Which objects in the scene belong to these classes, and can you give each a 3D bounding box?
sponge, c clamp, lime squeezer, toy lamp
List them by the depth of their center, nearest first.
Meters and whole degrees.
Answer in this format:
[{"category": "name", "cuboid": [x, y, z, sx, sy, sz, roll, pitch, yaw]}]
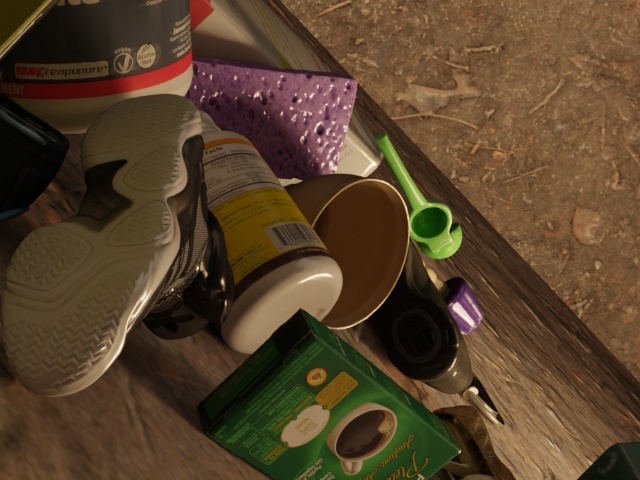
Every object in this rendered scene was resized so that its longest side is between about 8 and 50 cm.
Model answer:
[{"category": "sponge", "cuboid": [-0.065, -0.123, 1.308, 0.210, 0.117, 0.031, 2, 21, -33]}, {"category": "lime squeezer", "cuboid": [0.131, -0.039, 1.524, 0.310, 0.059, 0.109, 39, 42, -69]}, {"category": "c clamp", "cuboid": [0.195, 0.186, 1.726, 0.137, 0.022, 0.160, 46, 9, -38]}, {"category": "toy lamp", "cuboid": [0.130, 0.034, 1.839, 0.275, 0.080, 0.080, 43, 13, -15]}]

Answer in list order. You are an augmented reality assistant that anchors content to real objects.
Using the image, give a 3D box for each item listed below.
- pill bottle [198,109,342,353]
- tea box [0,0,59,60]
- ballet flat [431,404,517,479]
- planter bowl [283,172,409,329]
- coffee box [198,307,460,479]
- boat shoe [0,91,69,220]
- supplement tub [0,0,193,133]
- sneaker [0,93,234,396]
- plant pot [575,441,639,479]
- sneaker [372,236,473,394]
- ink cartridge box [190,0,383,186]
[{"category": "pill bottle", "cuboid": [-0.081, -0.014, 1.110, 0.215, 0.117, 0.117, 55, 13, 27]}, {"category": "tea box", "cuboid": [-0.229, -0.177, 0.587, 0.220, 0.323, 0.329, 44, 12, -21]}, {"category": "ballet flat", "cuboid": [0.160, 0.249, 1.317, 0.067, 0.073, 0.206, 11, 26, -25]}, {"category": "planter bowl", "cuboid": [0.000, 0.000, 1.327, 0.109, 0.162, 0.162, 22, -9, 42]}, {"category": "coffee box", "cuboid": [0.009, 0.142, 0.958, 0.184, 0.113, 0.040, 39, 12, -33]}, {"category": "boat shoe", "cuboid": [-0.272, -0.132, 0.860, 0.258, 0.089, 0.109, 46, 12, -10]}, {"category": "supplement tub", "cuboid": [-0.193, -0.232, 0.939, 0.191, 0.191, 0.272, -104, -167, -66]}, {"category": "sneaker", "cuboid": [-0.120, 0.030, 0.848, 0.268, 0.101, 0.153, -77, 158, -47]}, {"category": "plant pot", "cuboid": [0.349, 0.346, 1.260, 0.252, 0.248, 0.247, 38, 14, -16]}, {"category": "sneaker", "cuboid": [0.103, 0.078, 1.578, 0.130, 0.109, 0.286, 47, 17, -51]}, {"category": "ink cartridge box", "cuboid": [-0.134, -0.210, 1.440, 0.385, 0.160, 0.279, 40, 15, -37]}]
